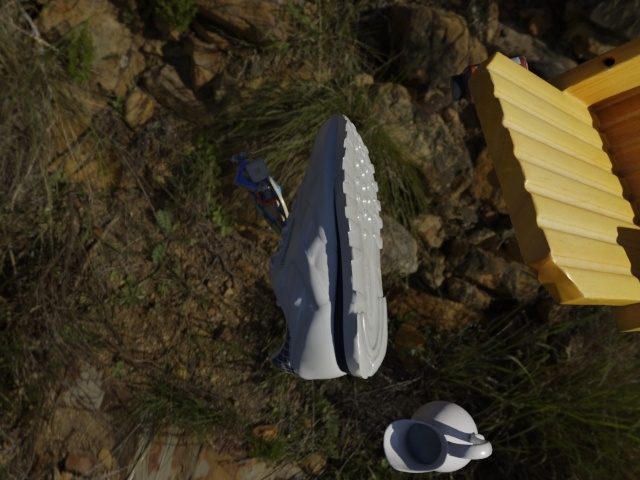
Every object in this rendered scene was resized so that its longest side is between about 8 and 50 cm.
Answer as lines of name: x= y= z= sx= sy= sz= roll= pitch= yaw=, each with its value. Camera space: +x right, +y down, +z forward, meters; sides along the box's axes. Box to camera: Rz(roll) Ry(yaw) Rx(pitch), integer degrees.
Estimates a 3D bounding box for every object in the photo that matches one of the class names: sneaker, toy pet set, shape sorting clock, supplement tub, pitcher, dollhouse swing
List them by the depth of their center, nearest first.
sneaker: x=0.000 y=0.000 z=0.400 sx=0.090 sy=0.095 sz=0.234 roll=28 pitch=60 yaw=-57
dollhouse swing: x=0.388 y=-0.099 z=0.493 sx=0.305 sy=0.315 sz=0.346 roll=18 pitch=57 yaw=-50
pitcher: x=0.237 y=0.365 z=0.837 sx=0.207 sy=0.178 sz=0.125 roll=21 pitch=67 yaw=-54
toy pet set: x=-0.139 y=-0.114 z=0.887 sx=0.065 sy=0.114 sz=0.122 roll=-30 pitch=99 yaw=-17
shape sorting clock: x=-0.134 y=-0.101 z=1.101 sx=0.040 sy=0.206 sz=0.206 roll=-28 pitch=64 yaw=-17
supplement tub: x=0.468 y=-0.446 z=1.279 sx=0.198 sy=0.106 sz=0.106 roll=-9 pitch=46 yaw=11
